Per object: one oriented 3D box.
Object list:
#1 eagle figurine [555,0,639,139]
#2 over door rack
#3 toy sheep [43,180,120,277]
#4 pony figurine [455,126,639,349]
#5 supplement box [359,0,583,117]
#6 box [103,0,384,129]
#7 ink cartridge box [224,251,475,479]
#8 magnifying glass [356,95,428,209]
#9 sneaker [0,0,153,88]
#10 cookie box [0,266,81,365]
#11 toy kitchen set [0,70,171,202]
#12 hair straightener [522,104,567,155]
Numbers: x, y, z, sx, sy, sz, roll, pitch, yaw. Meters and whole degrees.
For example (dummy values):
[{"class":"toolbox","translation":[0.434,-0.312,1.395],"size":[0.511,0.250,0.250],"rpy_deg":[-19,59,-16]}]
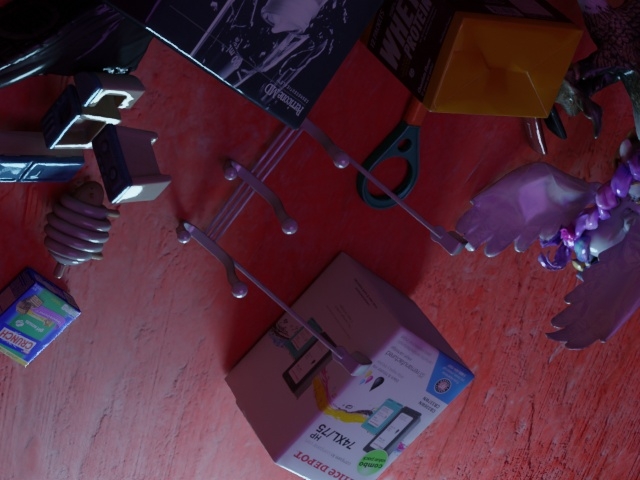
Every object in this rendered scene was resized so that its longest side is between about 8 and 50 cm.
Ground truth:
[{"class":"eagle figurine","translation":[0.421,-0.298,1.822],"size":[0.298,0.226,0.225],"rpy_deg":[-44,128,-4]},{"class":"over door rack","translation":[0.000,0.000,1.793],"size":[0.324,0.108,0.239],"rpy_deg":[38,103,-2]},{"class":"toy sheep","translation":[-0.307,-0.013,1.722],"size":[0.091,0.091,0.132],"rpy_deg":[15,96,-38]},{"class":"pony figurine","translation":[0.431,-0.023,2.055],"size":[0.351,0.303,0.363],"rpy_deg":[-45,155,7]},{"class":"supplement box","translation":[0.190,-0.263,1.753],"size":[0.191,0.194,0.129],"rpy_deg":[0,124,-30]},{"class":"box","translation":[-0.072,-0.333,1.461],"size":[0.312,0.179,0.343],"rpy_deg":[-56,151,4]},{"class":"ink cartridge box","translation":[0.040,0.203,2.011],"size":[0.270,0.197,0.198],"rpy_deg":[-48,133,9]},{"class":"magnifying glass","translation":[0.120,-0.144,1.919],"size":[0.092,0.026,0.231],"rpy_deg":[5,119,-33]},{"class":"sneaker","translation":[-0.272,-0.231,1.569],"size":[0.286,0.109,0.130],"rpy_deg":[-27,136,-9]},{"class":"cookie box","translation":[-0.386,0.101,1.789],"size":[0.107,0.040,0.092],"rpy_deg":[-43,134,6]},{"class":"toy kitchen set","translation":[-0.288,-0.083,1.562],"size":[0.122,0.166,0.207],"rpy_deg":[-1,153,-39]},{"class":"hair straightener","translation":[0.319,-0.231,1.968],"size":[0.089,0.047,0.230],"rpy_deg":[-36,129,-12]}]
